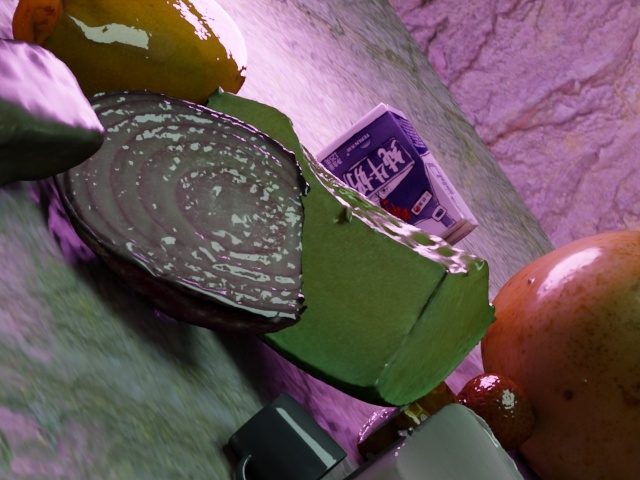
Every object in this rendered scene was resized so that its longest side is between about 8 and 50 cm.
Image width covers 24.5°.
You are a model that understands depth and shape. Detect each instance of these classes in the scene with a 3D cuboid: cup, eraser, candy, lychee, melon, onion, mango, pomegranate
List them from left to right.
[{"bbox_3d":[-0.269,-0.102,1.172,0.104,0.102,0.234,55,14,11],"label":"candy"},{"bbox_3d":[-0.189,-0.201,1.569,0.187,0.144,0.359,40,20,10],"label":"mango"},{"bbox_3d":[-0.140,-0.015,1.360,0.247,0.111,0.250,18,44,-17],"label":"onion"},{"bbox_3d":[-0.038,0.186,1.263,0.077,0.078,0.100,49,45,8],"label":"cup"},{"bbox_3d":[0.000,0.000,1.531,0.343,0.226,0.331,30,31,22],"label":"melon"},{"bbox_3d":[0.133,0.316,1.308,0.331,0.150,0.331,46,14,-15],"label":"eraser"},{"bbox_3d":[0.207,0.214,1.841,0.140,0.101,0.114,42,17,-29],"label":"lychee"},{"bbox_3d":[0.415,0.165,2.004,0.416,0.416,0.417,47,16,-18],"label":"pomegranate"}]

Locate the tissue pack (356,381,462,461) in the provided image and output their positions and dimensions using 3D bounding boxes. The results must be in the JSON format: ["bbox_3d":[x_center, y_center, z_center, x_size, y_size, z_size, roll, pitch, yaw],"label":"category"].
[{"bbox_3d":[0.145,0.262,1.575,0.226,0.092,0.183,54,15,1],"label":"tissue pack"}]

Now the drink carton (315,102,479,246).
[{"bbox_3d":[0.115,-0.073,2.172,0.222,0.134,0.102,56,13,15],"label":"drink carton"}]
